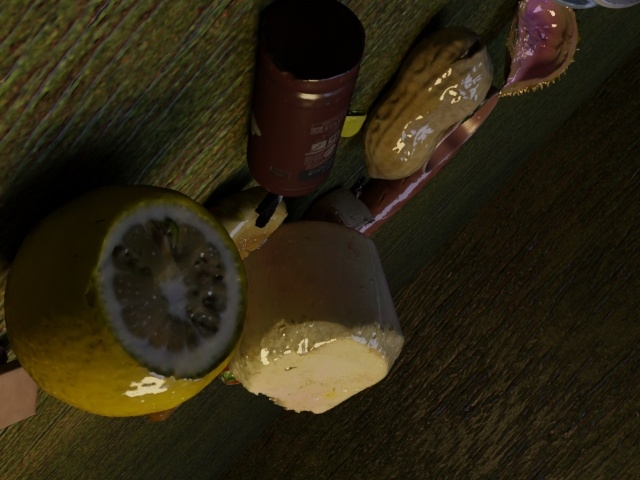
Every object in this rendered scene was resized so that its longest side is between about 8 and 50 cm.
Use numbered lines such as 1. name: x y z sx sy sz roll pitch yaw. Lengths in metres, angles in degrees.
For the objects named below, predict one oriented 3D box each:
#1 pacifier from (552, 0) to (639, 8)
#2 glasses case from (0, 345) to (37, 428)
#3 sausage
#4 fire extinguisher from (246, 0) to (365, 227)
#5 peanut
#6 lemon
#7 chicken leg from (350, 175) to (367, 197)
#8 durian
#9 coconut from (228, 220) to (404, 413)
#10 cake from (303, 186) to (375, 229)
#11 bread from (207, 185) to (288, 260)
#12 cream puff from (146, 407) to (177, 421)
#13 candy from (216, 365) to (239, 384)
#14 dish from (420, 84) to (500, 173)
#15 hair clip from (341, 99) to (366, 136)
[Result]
1. pacifier: 0.367 -0.437 1.243 0.287 0.238 0.226 -44 -164 -16
2. glasses case: -0.412 0.171 0.976 0.193 0.070 0.102 -20 124 -58
3. sausage: 0.164 -0.123 1.774 0.433 0.088 0.088 -44 167 -3
4. fire extinguisher: -0.034 -0.136 1.044 0.135 0.114 0.337 -55 172 -25
5. peanut: 0.164 -0.212 1.395 0.149 0.149 0.313 -29 160 -50
6. lemon: -0.211 0.066 0.897 0.219 0.240 0.240 -18 -171 42
7. chicken leg: 0.066 -0.093 1.702 0.083 0.021 0.036 -49 157 14
8. durian: 0.388 -0.363 1.576 0.165 0.182 0.132 -16 175 43
9. coconut: -0.025 0.106 1.447 0.298 0.309 0.297 -7 140 -6
10. cake: -0.011 -0.018 1.655 0.225 0.090 0.109 -32 -179 39
11. bread: -0.126 -0.019 1.201 0.157 0.083 0.094 -47 164 0
12. cream puff: -0.271 0.240 1.503 0.144 0.103 0.126 -48 180 14
13. candy: -0.146 0.230 1.973 0.084 0.078 0.288 -17 -163 38
14. dish: 0.239 -0.233 1.653 0.213 0.090 0.213 -42 169 -10
15. hair clip: -0.004 -0.155 1.243 0.173 0.046 0.072 -28 155 -46
